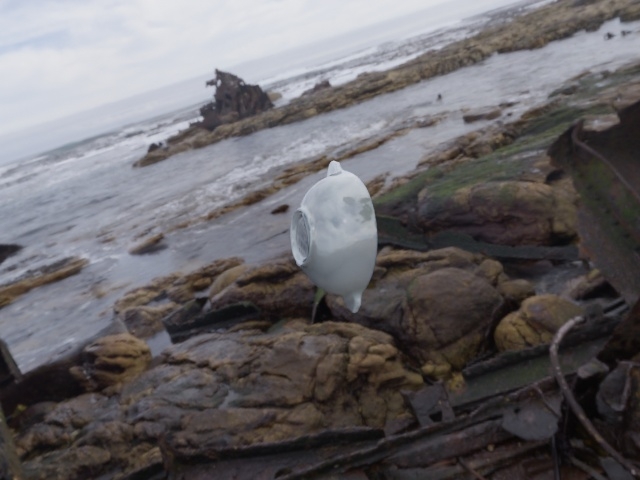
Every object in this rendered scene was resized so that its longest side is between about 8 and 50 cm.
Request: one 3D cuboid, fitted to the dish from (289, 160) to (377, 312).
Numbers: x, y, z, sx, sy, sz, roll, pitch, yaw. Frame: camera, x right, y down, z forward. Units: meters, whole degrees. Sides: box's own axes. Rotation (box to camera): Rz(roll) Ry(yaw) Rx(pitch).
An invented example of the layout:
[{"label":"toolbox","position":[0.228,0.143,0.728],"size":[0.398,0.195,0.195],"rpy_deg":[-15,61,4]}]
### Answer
[{"label":"dish","position":[0.000,0.000,0.797],"size":[0.086,0.228,0.236],"rpy_deg":[-2,55,-23]}]
